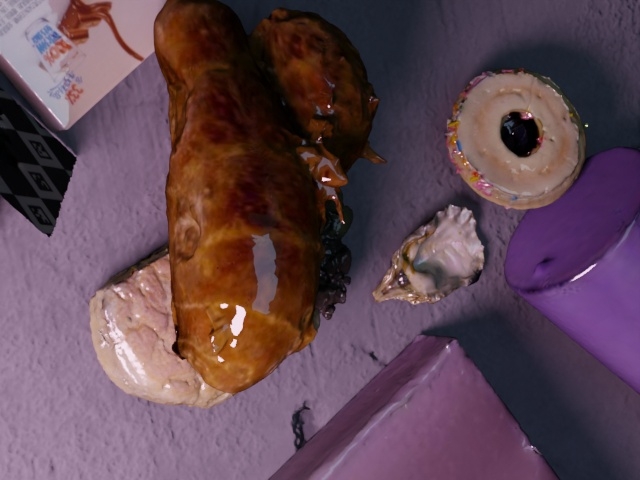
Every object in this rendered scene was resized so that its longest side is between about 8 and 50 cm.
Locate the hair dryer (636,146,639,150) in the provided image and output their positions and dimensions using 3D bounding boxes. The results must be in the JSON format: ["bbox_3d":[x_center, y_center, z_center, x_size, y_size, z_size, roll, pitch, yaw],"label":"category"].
[{"bbox_3d":[0.387,-0.110,2.047,0.114,0.037,0.063,-16,93,-18],"label":"hair dryer"}]

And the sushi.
[{"bbox_3d":[-0.347,-0.104,1.625,0.047,0.219,0.231,-41,108,15],"label":"sushi"}]

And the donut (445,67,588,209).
[{"bbox_3d":[0.222,-0.114,1.934,0.175,0.068,0.174,4,73,-14],"label":"donut"}]

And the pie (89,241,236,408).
[{"bbox_3d":[-0.134,0.086,1.775,0.218,0.052,0.185,-31,98,-26],"label":"pie"}]

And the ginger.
[{"bbox_3d":[-0.046,-0.051,1.712,0.254,0.176,0.418,4,73,-18],"label":"ginger"}]

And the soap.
[{"bbox_3d":[0.118,0.302,1.856,0.285,0.107,0.296,-41,104,-22],"label":"soap"}]

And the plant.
[{"bbox_3d":[0.000,0.000,1.835,0.087,0.085,0.174,11,77,-49],"label":"plant"}]

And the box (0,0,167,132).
[{"bbox_3d":[-0.258,-0.296,1.736,0.273,0.048,0.265,-45,106,-21],"label":"box"}]

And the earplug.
[{"bbox_3d":[0.438,0.109,1.971,0.456,0.215,0.215,42,71,-22],"label":"earplug"}]

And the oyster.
[{"bbox_3d":[0.136,0.024,1.911,0.122,0.045,0.146,26,70,-19],"label":"oyster"}]
